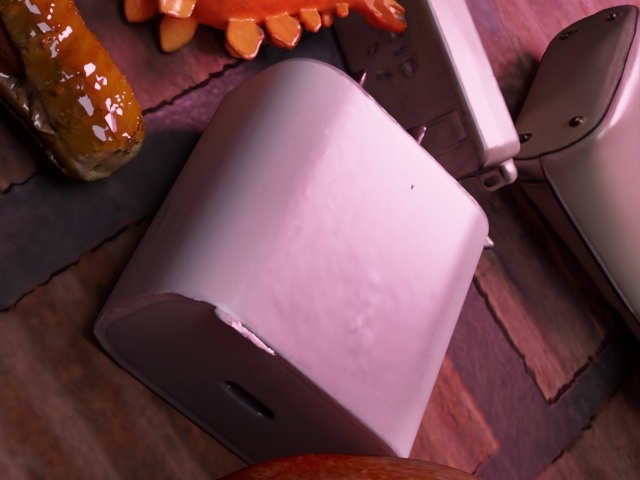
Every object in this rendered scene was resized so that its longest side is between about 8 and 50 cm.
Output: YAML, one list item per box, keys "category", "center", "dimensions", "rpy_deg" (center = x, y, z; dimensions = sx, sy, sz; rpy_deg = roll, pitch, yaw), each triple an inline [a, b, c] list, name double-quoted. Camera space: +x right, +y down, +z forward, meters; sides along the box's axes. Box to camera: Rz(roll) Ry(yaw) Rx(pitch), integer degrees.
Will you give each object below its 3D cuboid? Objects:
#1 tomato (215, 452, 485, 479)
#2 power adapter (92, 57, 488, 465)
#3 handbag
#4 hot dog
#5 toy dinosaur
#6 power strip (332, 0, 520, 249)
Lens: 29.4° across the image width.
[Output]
- category: "tomato"
  center: [0.009, 0.242, 0.606]
  dimensions: [0.270, 0.222, 0.270]
  rpy_deg: [7, 62, -14]
- category: "power adapter"
  center: [0.000, 0.000, 0.754]
  dimensions: [0.187, 0.124, 0.255]
  rpy_deg: [42, 51, -24]
- category: "handbag"
  center: [0.293, -0.029, 1.036]
  dimensions: [0.315, 0.109, 0.241]
  rpy_deg: [46, 51, -23]
- category: "hot dog"
  center: [-0.191, -0.162, 0.686]
  dimensions: [0.289, 0.068, 0.083]
  rpy_deg: [56, 41, -9]
- category: "toy dinosaur"
  center: [-0.072, -0.175, 0.791]
  dimensions: [0.288, 0.070, 0.117]
  rpy_deg: [18, 80, -23]
- category: "power strip"
  center: [0.071, -0.128, 0.882]
  dimensions: [0.053, 0.093, 0.288]
  rpy_deg: [-17, 85, -47]
